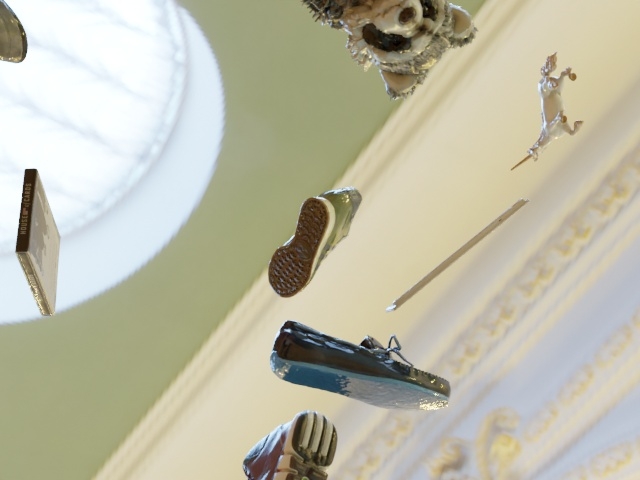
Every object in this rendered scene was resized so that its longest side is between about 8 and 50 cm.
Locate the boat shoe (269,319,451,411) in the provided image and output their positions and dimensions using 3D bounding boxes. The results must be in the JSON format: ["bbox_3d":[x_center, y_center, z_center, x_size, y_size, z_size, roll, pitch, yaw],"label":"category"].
[{"bbox_3d":[0.063,0.165,1.778,0.109,0.258,0.089,132,-28,-53],"label":"boat shoe"}]

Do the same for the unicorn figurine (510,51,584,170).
[{"bbox_3d":[0.331,-0.180,1.851,0.111,0.060,0.161,162,-62,-76],"label":"unicorn figurine"}]

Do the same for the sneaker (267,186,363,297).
[{"bbox_3d":[0.000,0.000,1.696,0.064,0.086,0.192,48,-41,18],"label":"sneaker"}]

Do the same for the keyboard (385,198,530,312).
[{"bbox_3d":[0.198,0.023,1.874,0.256,0.014,0.072,-38,174,-9],"label":"keyboard"}]

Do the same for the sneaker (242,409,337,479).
[{"bbox_3d":[-0.070,0.395,1.920,0.162,0.106,0.281,-25,-142,53],"label":"sneaker"}]

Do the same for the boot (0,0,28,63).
[{"bbox_3d":[-0.420,-0.208,1.498,0.118,0.223,0.338,-36,-101,35],"label":"boot"}]

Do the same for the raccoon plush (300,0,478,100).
[{"bbox_3d":[0.078,-0.406,1.926,0.216,0.299,0.446,-39,-159,23],"label":"raccoon plush"}]

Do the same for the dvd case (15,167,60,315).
[{"bbox_3d":[-0.517,0.006,2.382,0.238,0.030,0.179,90,-2,-58],"label":"dvd case"}]
